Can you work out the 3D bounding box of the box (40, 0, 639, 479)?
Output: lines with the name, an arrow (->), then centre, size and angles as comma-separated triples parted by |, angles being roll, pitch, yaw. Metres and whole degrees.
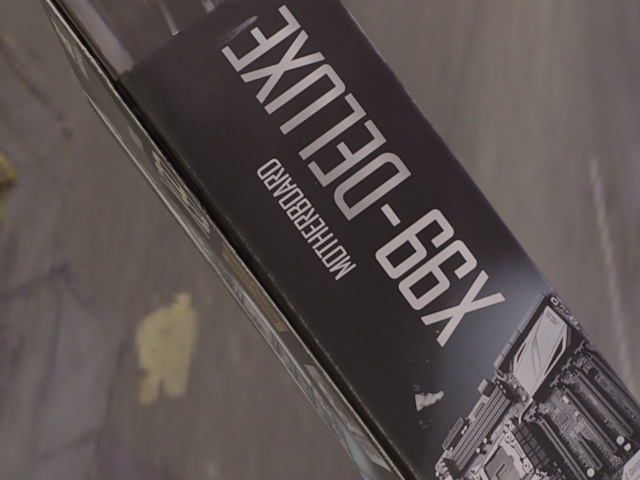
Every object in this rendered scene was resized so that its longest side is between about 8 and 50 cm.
box -> 0.000, 0.000, 0.673 | 0.242, 0.076, 0.307 | 53, -5, 0
